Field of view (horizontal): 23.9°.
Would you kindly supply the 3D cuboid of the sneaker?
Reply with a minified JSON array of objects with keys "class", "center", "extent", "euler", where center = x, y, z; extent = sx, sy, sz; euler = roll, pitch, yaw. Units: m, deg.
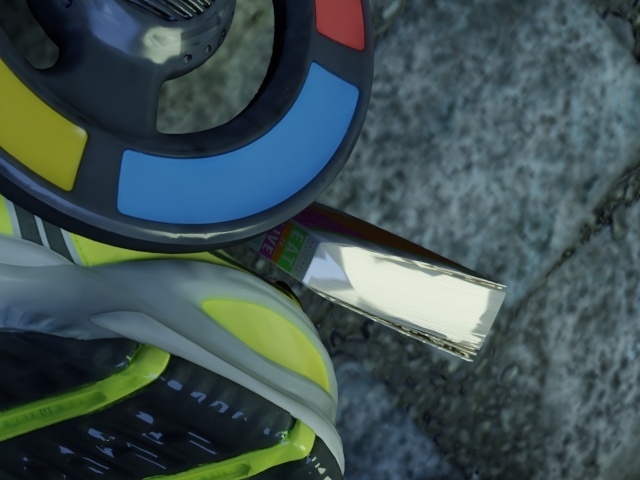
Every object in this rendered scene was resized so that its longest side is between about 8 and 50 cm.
[{"class":"sneaker","center":[-0.166,0.009,0.587],"extent":[0.385,0.147,0.145],"euler":[32,116,-17]}]

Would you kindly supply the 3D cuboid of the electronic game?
[{"class":"electronic game","center":[-0.072,-0.105,0.580],"extent":[0.229,0.048,0.229],"euler":[16,62,-32]}]

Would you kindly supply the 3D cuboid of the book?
[{"class":"book","center":[0.000,0.000,0.659],"extent":[0.096,0.144,0.035],"euler":[21,96,-32]}]
